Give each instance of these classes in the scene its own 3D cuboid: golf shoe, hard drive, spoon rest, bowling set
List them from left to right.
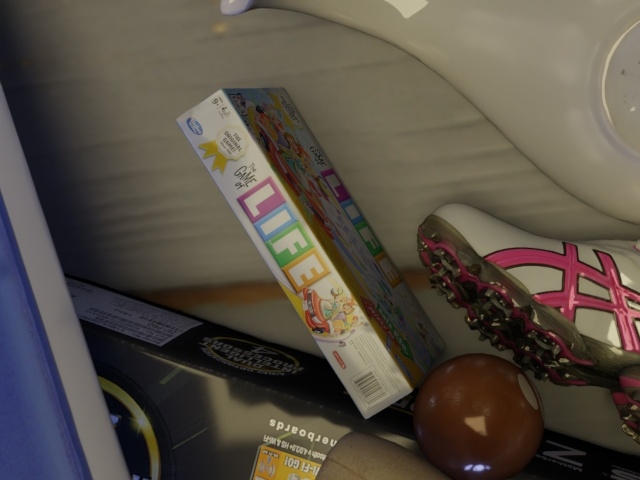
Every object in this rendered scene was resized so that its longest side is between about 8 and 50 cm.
[{"bbox_3d":[-0.211,0.028,0.632,0.210,0.040,0.319,-30,72,30],"label":"hard drive"},{"bbox_3d":[0.064,0.143,0.481,0.154,0.287,0.200,28,72,19],"label":"bowling set"},{"bbox_3d":[0.096,-0.094,0.606,0.276,0.084,0.137,17,102,-3],"label":"spoon rest"},{"bbox_3d":[0.133,0.031,0.617,0.186,0.067,0.086,33,71,12],"label":"golf shoe"}]

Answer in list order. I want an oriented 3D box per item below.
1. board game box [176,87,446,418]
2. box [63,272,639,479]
[{"bbox_3d":[0.000,0.000,0.616,0.026,0.103,0.154,-33,89,15],"label":"board game box"},{"bbox_3d":[-0.011,0.221,0.648,0.395,0.097,0.318,18,101,12],"label":"box"}]
